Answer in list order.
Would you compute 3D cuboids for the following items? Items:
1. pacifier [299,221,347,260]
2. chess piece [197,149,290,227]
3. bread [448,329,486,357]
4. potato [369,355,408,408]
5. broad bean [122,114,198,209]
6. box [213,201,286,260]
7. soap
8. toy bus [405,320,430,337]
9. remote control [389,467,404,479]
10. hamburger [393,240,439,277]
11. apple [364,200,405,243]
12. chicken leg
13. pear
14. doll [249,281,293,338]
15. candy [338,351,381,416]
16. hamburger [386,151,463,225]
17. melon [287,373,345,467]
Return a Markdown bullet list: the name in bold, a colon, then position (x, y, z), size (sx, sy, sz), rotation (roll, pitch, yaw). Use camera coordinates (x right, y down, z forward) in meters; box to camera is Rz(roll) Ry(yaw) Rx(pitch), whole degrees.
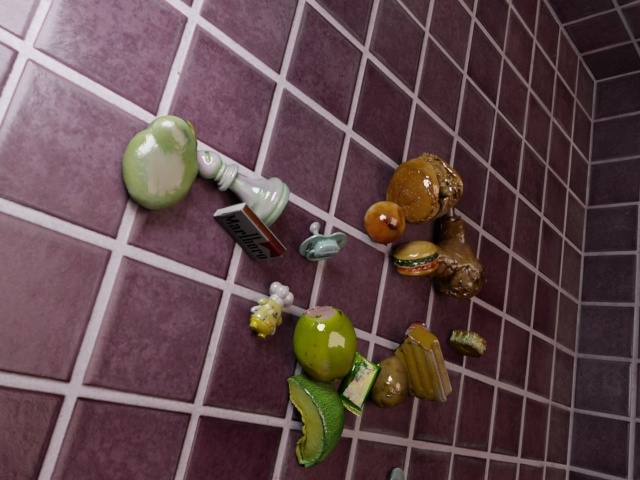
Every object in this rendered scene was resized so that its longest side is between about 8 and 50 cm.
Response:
- **pacifier**: position (0.000, 0.000, 1.585), size (0.150, 0.127, 0.117), rotation (-12, 55, -19)
- **chess piece**: position (-0.218, -0.151, 1.352), size (0.271, 0.139, 0.139), rotation (34, 64, -28)
- **bread**: position (0.588, 0.409, 2.118), size (0.140, 0.128, 0.069), rotation (45, 62, -33)
- **potato**: position (0.230, 0.465, 1.750), size (0.137, 0.137, 0.176), rotation (46, 55, -34)
- **broad bean**: position (-0.358, -0.179, 1.225), size (0.169, 0.100, 0.228), rotation (41, 71, -27)
- **box**: position (-0.180, -0.020, 1.374), size (0.177, 0.115, 0.036), rotation (52, 48, -31)
- **soap**: position (0.346, 0.422, 1.846), size (0.080, 0.160, 0.258), rotation (-31, 110, -44)
- **toy bus**: position (0.364, 0.380, 1.931), size (0.077, 0.079, 0.174), rotation (-34, 111, -31)
- **remote control**: position (0.232, 0.890, 1.780), size (0.097, 0.045, 0.256), rotation (45, 54, -35)
- **hamburger**: position (0.334, 0.063, 1.869), size (0.162, 0.162, 0.115), rotation (-24, 109, -44)
- **apple**: position (0.217, -0.059, 1.773), size (0.146, 0.146, 0.147), rotation (4, 84, -45)
- **chicken leg**: position (0.483, 0.025, 2.032), size (0.295, 0.182, 0.410), rotation (-2, 84, -29)
- **pear**: position (0.015, 0.304, 1.511), size (0.187, 0.187, 0.220), rotation (-15, 107, -45)
- **doll**: position (-0.131, 0.185, 1.446), size (0.106, 0.062, 0.162), rotation (57, 50, -32)
- **candy**: position (0.120, 0.449, 1.681), size (0.102, 0.032, 0.178), rotation (34, 62, -7)
- **hamburger**: position (0.360, -0.178, 1.837), size (0.211, 0.260, 0.245), rotation (-17, 106, -41)
- **melon**: position (0.016, 0.502, 1.531), size (0.169, 0.129, 0.265), rotation (-12, 95, -48)
